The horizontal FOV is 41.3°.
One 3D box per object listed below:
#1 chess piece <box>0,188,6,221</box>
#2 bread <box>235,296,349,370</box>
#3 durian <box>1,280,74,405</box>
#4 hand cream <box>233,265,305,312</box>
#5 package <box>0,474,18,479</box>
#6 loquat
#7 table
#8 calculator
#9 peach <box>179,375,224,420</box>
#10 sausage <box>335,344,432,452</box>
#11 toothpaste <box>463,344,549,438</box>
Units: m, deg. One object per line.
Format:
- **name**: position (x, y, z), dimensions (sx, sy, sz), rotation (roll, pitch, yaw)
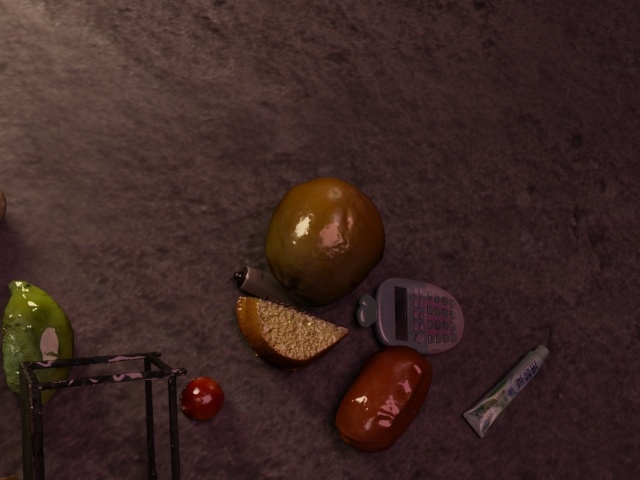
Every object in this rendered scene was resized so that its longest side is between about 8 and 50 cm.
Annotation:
- **chess piece**: position (-0.726, 0.004, 1.653), dimensions (0.167, 0.167, 0.300), rotation (27, 57, -13)
- **bread**: position (-0.069, 0.216, 1.868), dimensions (0.260, 0.129, 0.134), rotation (18, 74, -16)
- **durian**: position (-0.557, 0.202, 1.673), dimensions (0.139, 0.101, 0.250), rotation (2, 79, -20)
- **hand cream**: position (-0.112, 0.109, 1.930), dimensions (0.186, 0.054, 0.087), rotation (23, 61, -22)
- **package**: position (-0.627, 0.485, 1.580), dimensions (0.131, 0.047, 0.071), rotation (-5, 78, -27)
- **loquat**: position (0.000, 0.000, 1.889), dimensions (0.276, 0.276, 0.284), rotation (41, 62, -6)
- **table**: position (-0.399, 0.392, 1.562), dimensions (0.272, 0.222, 0.335), rotation (-3, 93, -24)
- **calculator**: position (0.217, 0.183, 2.050), dimensions (0.298, 0.041, 0.185), rotation (8, 70, -23)
- **peach**: position (-0.246, 0.333, 1.788), dimensions (0.098, 0.061, 0.098), rotation (7, 75, -27)
- **sausage**: position (0.143, 0.354, 1.895), dimensions (0.141, 0.153, 0.268), rotation (21, 57, 30)
- **toothpaste**: position (0.467, 0.363, 2.098), dimensions (0.297, 0.048, 0.075), rotation (-39, 94, -25)
